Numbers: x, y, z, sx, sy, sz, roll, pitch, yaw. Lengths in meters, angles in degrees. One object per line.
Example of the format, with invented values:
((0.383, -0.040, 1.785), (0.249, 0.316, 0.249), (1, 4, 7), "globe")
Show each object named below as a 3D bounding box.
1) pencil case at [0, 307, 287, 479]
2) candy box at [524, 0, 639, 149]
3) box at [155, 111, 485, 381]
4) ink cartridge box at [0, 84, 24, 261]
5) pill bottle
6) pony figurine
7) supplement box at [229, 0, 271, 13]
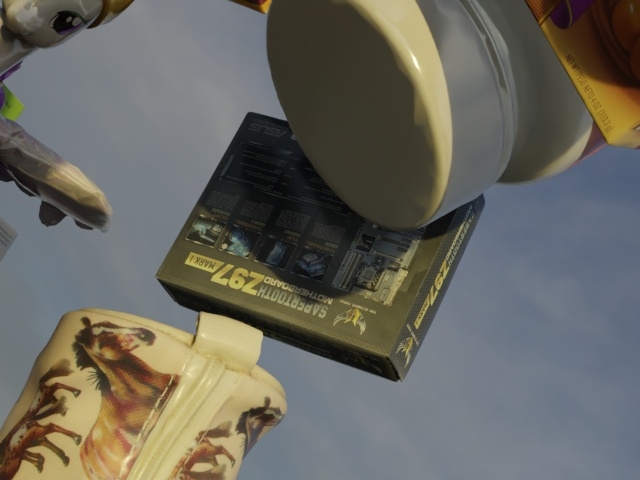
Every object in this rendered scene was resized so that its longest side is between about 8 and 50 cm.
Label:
((-0.164, 0.230, 0.750), (0.160, 0.410, 0.183), (36, -24, -25), "pencil case")
((0.158, -0.154, 0.661), (0.109, 0.053, 0.187), (-37, -111, 32), "candy box")
((0.000, 0.000, 1.088), (0.232, 0.183, 0.059), (16, -24, 26), "box")
((-0.362, -0.061, 1.191), (0.097, 0.255, 0.189), (21, -18, 28), "ink cartridge box")
((0.171, -0.176, 0.914), (0.224, 0.392, 0.224), (44, -29, 32), "pill bottle")
((-0.290, -0.091, 0.926), (0.303, 0.363, 0.351), (53, -21, -8), "pony figurine")
((-0.069, -0.283, 0.972), (0.081, 0.104, 0.188), (27, -22, 37), "supplement box")
